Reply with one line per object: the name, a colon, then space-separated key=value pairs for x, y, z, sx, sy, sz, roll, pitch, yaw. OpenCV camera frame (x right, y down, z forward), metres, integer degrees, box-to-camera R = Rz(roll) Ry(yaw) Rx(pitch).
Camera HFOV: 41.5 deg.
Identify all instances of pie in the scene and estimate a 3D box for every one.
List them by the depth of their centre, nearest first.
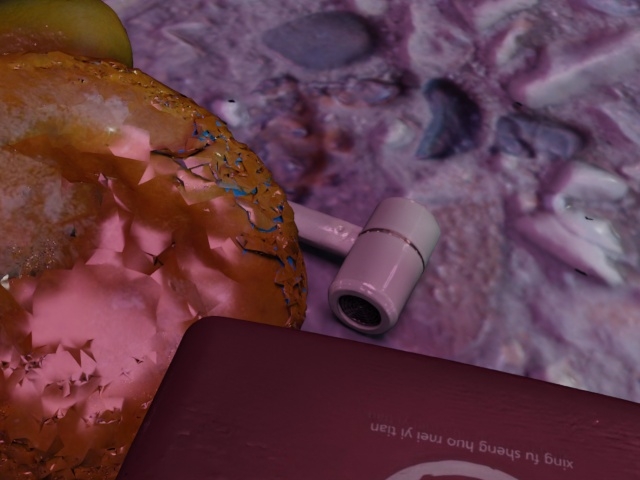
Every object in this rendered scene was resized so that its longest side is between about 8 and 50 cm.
pie: x=-0.127 y=0.006 z=0.470 sx=0.273 sy=0.069 sz=0.273 roll=9 pitch=67 yaw=-21

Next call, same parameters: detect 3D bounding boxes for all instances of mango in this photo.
mango: x=-0.202 y=-0.095 z=0.570 sx=0.122 sy=0.085 sz=0.191 roll=28 pitch=62 yaw=-2

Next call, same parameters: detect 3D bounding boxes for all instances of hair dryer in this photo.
hair dryer: x=0.000 y=0.000 z=0.545 sx=0.137 sy=0.047 sz=0.082 roll=21 pitch=53 yaw=16

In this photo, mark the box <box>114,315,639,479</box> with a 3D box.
box: x=0.040 y=0.158 z=0.339 sx=0.294 sy=0.193 sz=0.167 roll=13 pitch=43 yaw=3
